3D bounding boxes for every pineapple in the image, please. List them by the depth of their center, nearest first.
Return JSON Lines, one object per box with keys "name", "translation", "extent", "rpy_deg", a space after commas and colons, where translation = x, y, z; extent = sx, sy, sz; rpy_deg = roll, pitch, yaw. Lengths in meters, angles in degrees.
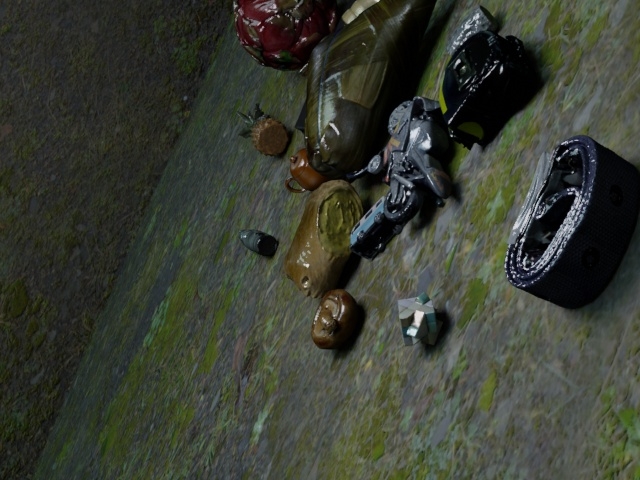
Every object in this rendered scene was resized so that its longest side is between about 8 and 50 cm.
{"name": "pineapple", "translation": [-0.179, -0.335, 2.453], "extent": [0.119, 0.130, 0.277], "rpy_deg": [-50, 24, 3]}

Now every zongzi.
{"name": "zongzi", "translation": [0.134, -0.362, 1.776], "extent": [0.432, 0.208, 0.403], "rpy_deg": [-37, 36, 39]}

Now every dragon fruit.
{"name": "dragon fruit", "translation": [-0.106, -0.651, 2.391], "extent": [0.329, 0.329, 0.329], "rpy_deg": [-45, 32, 38]}

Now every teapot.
{"name": "teapot", "translation": [-0.032, -0.180, 2.037], "extent": [0.173, 0.116, 0.116], "rpy_deg": [-47, 30, 35]}

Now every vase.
{"name": "vase", "translation": [-0.179, -0.001, 2.225], "extent": [0.060, 0.060, 0.211], "rpy_deg": [-66, 24, -2]}

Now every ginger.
{"name": "ginger", "translation": [0.000, 0.000, 1.794], "extent": [0.221, 0.130, 0.275], "rpy_deg": [-43, 26, 55]}

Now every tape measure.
{"name": "tape measure", "translation": [0.292, -0.289, 1.500], "extent": [0.199, 0.112, 0.186], "rpy_deg": [-48, 28, 30]}

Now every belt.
{"name": "belt", "translation": [0.342, -0.029, 1.142], "extent": [0.139, 0.126, 0.230], "rpy_deg": [18, 85, 63]}

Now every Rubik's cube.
{"name": "Rubik's cube", "translation": [0.172, 0.139, 1.393], "extent": [0.073, 0.075, 0.084], "rpy_deg": [-10, 42, 5]}

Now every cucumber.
{"name": "cucumber", "translation": [0.302, -0.414, 1.646], "extent": [0.112, 0.064, 0.064], "rpy_deg": [-47, 30, 34]}

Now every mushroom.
{"name": "mushroom", "translation": [0.024, 0.156, 1.646], "extent": [0.127, 0.087, 0.127], "rpy_deg": [-39, 37, 38]}

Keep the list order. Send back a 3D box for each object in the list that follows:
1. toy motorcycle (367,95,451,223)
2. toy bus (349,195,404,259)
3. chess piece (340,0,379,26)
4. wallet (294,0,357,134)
{"name": "toy motorcycle", "translation": [0.189, -0.176, 1.606], "extent": [0.173, 0.108, 0.307], "rpy_deg": [-33, 41, 40]}
{"name": "toy bus", "translation": [0.114, -0.028, 1.671], "extent": [0.123, 0.060, 0.075], "rpy_deg": [-48, 25, 29]}
{"name": "chess piece", "translation": [0.183, -0.616, 1.963], "extent": [0.301, 0.137, 0.137], "rpy_deg": [-52, 28, 19]}
{"name": "wallet", "translation": [0.062, -0.469, 2.176], "extent": [0.228, 0.062, 0.406], "rpy_deg": [19, 86, 65]}
